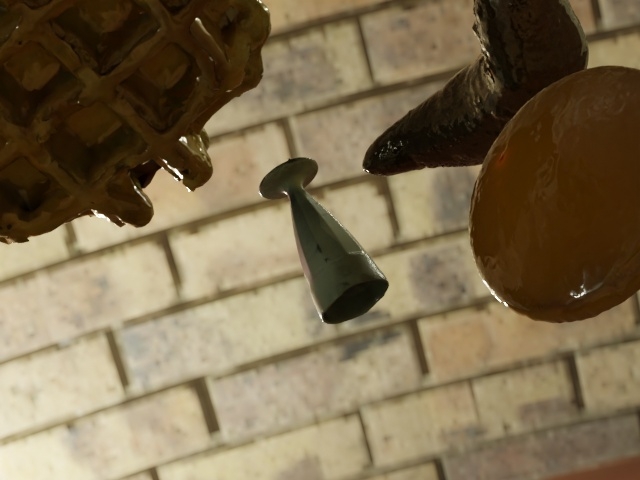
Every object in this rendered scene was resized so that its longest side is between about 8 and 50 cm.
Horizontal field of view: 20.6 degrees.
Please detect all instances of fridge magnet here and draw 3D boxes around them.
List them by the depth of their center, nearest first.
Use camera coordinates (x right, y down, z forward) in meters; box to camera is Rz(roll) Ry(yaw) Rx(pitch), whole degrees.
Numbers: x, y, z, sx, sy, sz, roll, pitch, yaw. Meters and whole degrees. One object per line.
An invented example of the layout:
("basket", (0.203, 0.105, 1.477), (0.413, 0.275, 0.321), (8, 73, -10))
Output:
("fridge magnet", (0.138, -0.023, 0.915), (0.143, 0.063, 0.143), (-23, -125, 37))

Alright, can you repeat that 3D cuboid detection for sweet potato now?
("sweet potato", (0.141, -0.132, 1.361), (0.124, 0.310, 0.098), (34, -131, 4))

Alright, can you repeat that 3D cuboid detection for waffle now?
("waffle", (-0.214, -0.152, 1.103), (0.382, 0.380, 0.095), (-5, -146, -15))

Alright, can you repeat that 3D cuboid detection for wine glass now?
("wine glass", (0.000, 0.000, 1.680), (0.073, 0.073, 0.155), (-22, -119, -16))
